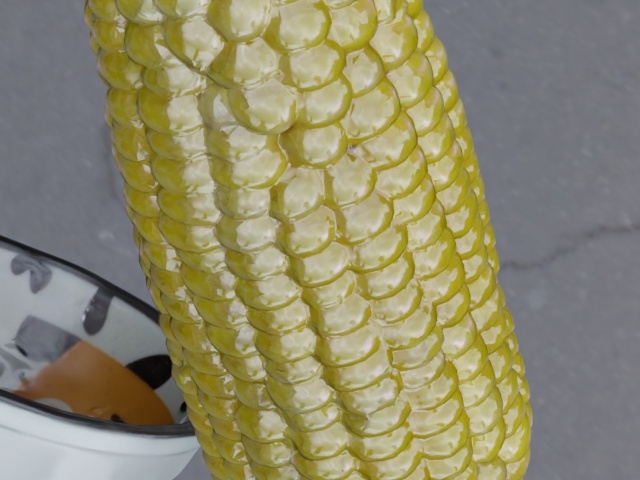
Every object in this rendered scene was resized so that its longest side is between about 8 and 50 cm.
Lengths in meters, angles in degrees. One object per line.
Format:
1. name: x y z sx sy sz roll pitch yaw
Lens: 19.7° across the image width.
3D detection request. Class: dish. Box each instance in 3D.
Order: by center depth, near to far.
1. dish: -0.206 0.094 1.146 0.303 0.303 0.120 16 106 -30

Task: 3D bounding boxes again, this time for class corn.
1. corn: 0.000 0.000 0.642 0.130 0.130 0.347 -25 129 -14
